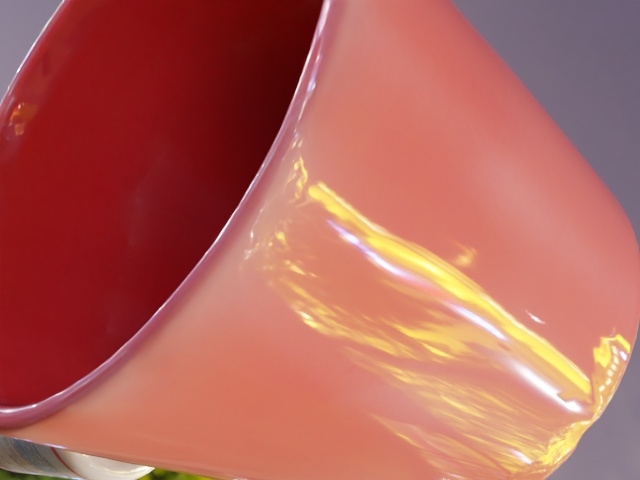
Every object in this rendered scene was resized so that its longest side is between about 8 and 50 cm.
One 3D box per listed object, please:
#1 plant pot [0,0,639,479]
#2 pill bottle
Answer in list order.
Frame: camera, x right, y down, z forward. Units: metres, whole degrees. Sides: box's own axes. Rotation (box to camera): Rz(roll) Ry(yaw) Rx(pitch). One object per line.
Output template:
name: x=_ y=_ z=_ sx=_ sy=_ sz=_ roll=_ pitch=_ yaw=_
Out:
plant pot: x=0.000 y=0.000 z=0.606 sx=0.243 sy=0.275 sz=0.275 roll=30 pitch=-8 yaw=-33
pill bottle: x=-0.158 y=0.096 z=0.777 sx=0.160 sy=0.087 sz=0.087 roll=-7 pitch=-57 yaw=50
